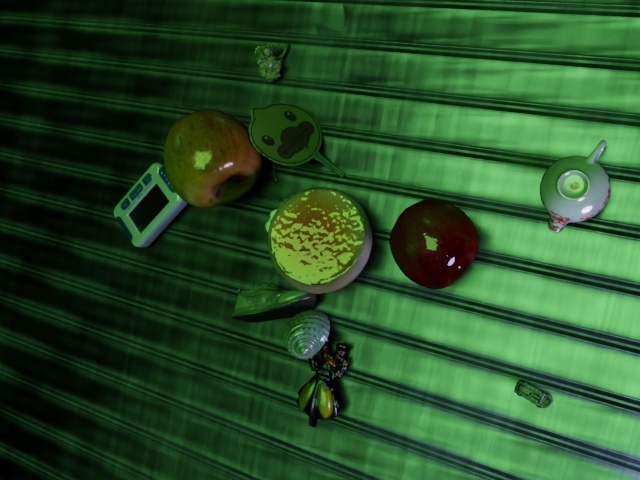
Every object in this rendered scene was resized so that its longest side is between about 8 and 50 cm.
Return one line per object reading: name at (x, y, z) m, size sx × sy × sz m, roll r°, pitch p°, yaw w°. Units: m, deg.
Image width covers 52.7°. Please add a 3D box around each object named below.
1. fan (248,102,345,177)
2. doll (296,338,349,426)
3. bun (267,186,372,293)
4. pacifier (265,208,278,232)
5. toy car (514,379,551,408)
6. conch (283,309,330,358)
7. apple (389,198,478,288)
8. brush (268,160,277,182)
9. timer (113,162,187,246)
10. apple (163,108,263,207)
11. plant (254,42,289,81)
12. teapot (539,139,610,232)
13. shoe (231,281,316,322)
fan at (-0.065, -0.287, 1.876) m, size 0.335 × 0.011 × 0.230 m, roll 36°, pitch 57°, yaw -1°
doll at (0.004, 0.401, 1.814) m, size 0.127 × 0.088 × 0.249 m, roll 14°, pitch 85°, yaw 55°
bun at (0.000, 0.000, 1.810) m, size 0.298 × 0.165 × 0.299 m, roll -2°, pitch 79°, yaw 9°
pacifier at (-0.130, -0.051, 1.930) m, size 0.068 × 0.064 × 0.083 m, roll 26°, pitch 97°, yaw 7°
toy car at (0.527, 0.382, 1.601) m, size 0.093 × 0.025 × 0.041 m, roll 29°, pitch 99°, yaw 28°
conch at (-0.041, 0.255, 1.816) m, size 0.135 × 0.102 × 0.153 m, roll -23°, pitch 52°, yaw 16°
apple at (0.289, 0.009, 1.643) m, size 0.201 × 0.218 × 0.218 m, roll 41°, pitch 103°, yaw 31°
brush at (-0.143, -0.215, 1.980) m, size 0.024 × 0.008 × 0.083 m, roll -16°, pitch 79°, yaw 20°
timer at (-0.554, -0.114, 2.128) m, size 0.253 × 0.078 × 0.178 m, roll -43°, pitch 72°, yaw 17°
apple at (-0.324, -0.250, 1.911) m, size 0.299 × 0.299 × 0.275 m, roll -32°, pitch 69°, yaw 19°
plant at (-0.143, -0.556, 1.988) m, size 0.121 × 0.104 × 0.117 m, roll -27°, pitch 113°, yaw -10°
teapot at (0.624, -0.137, 1.569) m, size 0.159 × 0.116 × 0.246 m, roll 41°, pitch 97°, yaw 34°
shoe at (-0.138, 0.174, 1.897) m, size 0.274 × 0.103 × 0.098 m, roll -10°, pitch 68°, yaw 22°
